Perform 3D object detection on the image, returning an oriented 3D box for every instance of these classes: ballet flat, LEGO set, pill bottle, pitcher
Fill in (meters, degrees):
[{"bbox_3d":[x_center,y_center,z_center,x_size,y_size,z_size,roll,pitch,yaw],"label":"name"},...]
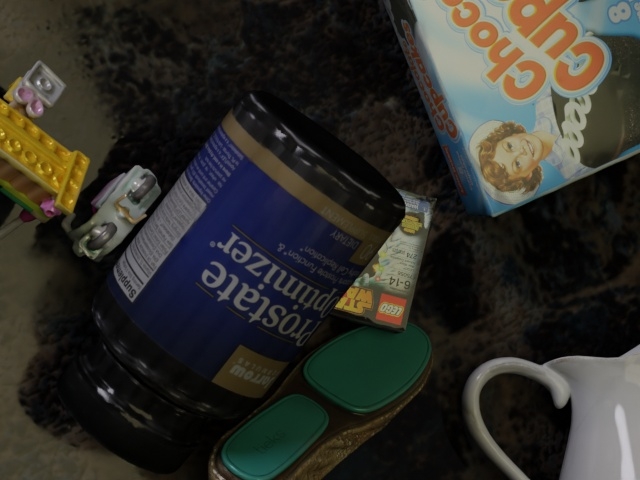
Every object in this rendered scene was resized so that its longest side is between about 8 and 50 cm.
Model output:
[{"bbox_3d":[-0.003,0.120,1.038,0.073,0.067,0.206,39,45,23],"label":"ballet flat"},{"bbox_3d":[-0.231,-0.091,0.954,0.287,0.107,0.132,53,35,-8],"label":"LEGO set"},{"bbox_3d":[-0.059,0.029,0.961,0.123,0.123,0.219,34,100,-19],"label":"pill bottle"},{"bbox_3d":[0.196,0.173,1.107,0.178,0.125,0.207,-7,80,-3],"label":"pitcher"}]

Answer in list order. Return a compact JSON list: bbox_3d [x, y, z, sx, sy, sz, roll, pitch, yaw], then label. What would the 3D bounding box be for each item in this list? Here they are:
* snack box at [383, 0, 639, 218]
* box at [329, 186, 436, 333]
[{"bbox_3d":[0.133,-0.198,1.102,0.187,0.060,0.322,-24,98,-12],"label":"snack box"},{"bbox_3d":[0.000,0.000,1.053,0.137,0.027,0.094,15,82,-9],"label":"box"}]
